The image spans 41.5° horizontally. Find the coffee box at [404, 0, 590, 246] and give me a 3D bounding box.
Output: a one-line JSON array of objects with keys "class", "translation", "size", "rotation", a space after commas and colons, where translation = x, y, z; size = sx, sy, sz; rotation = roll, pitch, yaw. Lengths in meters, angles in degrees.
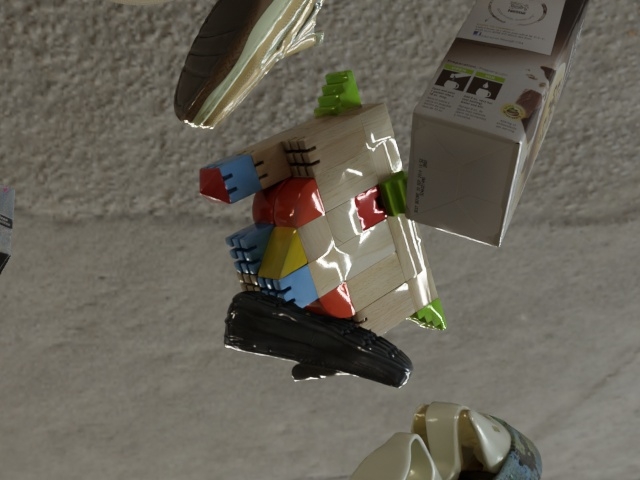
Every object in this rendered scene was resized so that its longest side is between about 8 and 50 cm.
[{"class": "coffee box", "translation": [0.206, -0.164, 0.970], "size": [0.119, 0.297, 0.168], "rotation": [19, 144, 16]}]

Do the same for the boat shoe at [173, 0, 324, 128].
[{"class": "boat shoe", "translation": [-0.028, -0.151, 0.583], "size": [0.072, 0.068, 0.190], "rotation": [26, 105, -39]}]

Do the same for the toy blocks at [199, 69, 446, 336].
[{"class": "toy blocks", "translation": [0.000, 0.000, 1.106], "size": [0.261, 0.381, 0.191], "rotation": [-29, -159, -32]}]

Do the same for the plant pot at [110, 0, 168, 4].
[{"class": "plant pot", "translation": [-0.217, -0.414, 1.053], "size": [0.284, 0.284, 0.191], "rotation": [-9, 176, 3]}]

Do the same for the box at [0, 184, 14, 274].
[{"class": "box", "translation": [-0.543, -0.013, 1.087], "size": [0.247, 0.142, 0.163], "rotation": [19, 125, -32]}]

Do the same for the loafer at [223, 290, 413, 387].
[{"class": "loafer", "translation": [-0.006, 0.123, 0.951], "size": [0.223, 0.078, 0.076], "rotation": [18, -172, 15]}]

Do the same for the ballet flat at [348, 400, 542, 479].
[{"class": "ballet flat", "translation": [0.053, 0.109, 0.382], "size": [0.070, 0.070, 0.188], "rotation": [-28, 180, 33]}]
